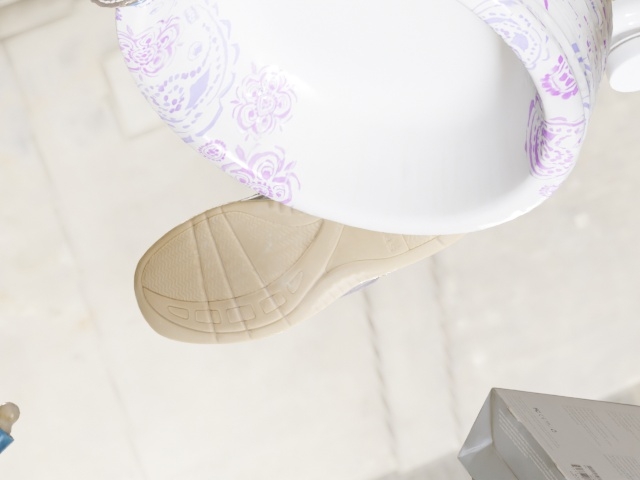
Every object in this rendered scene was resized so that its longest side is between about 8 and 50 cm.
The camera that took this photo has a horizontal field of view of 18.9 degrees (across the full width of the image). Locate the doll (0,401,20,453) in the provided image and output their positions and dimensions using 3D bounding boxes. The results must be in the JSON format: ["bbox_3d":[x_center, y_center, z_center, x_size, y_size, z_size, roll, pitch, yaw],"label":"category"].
[{"bbox_3d":[-0.255,0.103,1.230,0.046,0.129,0.189,19,-114,-75],"label":"doll"}]

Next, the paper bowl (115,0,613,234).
[{"bbox_3d":[0.033,-0.141,1.143,0.284,0.284,0.148,86,-158,-57],"label":"paper bowl"}]

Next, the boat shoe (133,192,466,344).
[{"bbox_3d":[0.000,0.000,1.388,0.102,0.285,0.092,68,-157,4],"label":"boat shoe"}]

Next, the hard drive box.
[{"bbox_3d":[0.276,0.233,1.816,0.181,0.232,0.089,53,126,50],"label":"hard drive box"}]

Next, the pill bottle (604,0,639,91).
[{"bbox_3d":[0.192,-0.157,1.254,0.065,0.065,0.116,93,161,-63],"label":"pill bottle"}]

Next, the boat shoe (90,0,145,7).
[{"bbox_3d":[-0.142,-0.183,0.921,0.183,0.066,0.066,57,-147,-19],"label":"boat shoe"}]
